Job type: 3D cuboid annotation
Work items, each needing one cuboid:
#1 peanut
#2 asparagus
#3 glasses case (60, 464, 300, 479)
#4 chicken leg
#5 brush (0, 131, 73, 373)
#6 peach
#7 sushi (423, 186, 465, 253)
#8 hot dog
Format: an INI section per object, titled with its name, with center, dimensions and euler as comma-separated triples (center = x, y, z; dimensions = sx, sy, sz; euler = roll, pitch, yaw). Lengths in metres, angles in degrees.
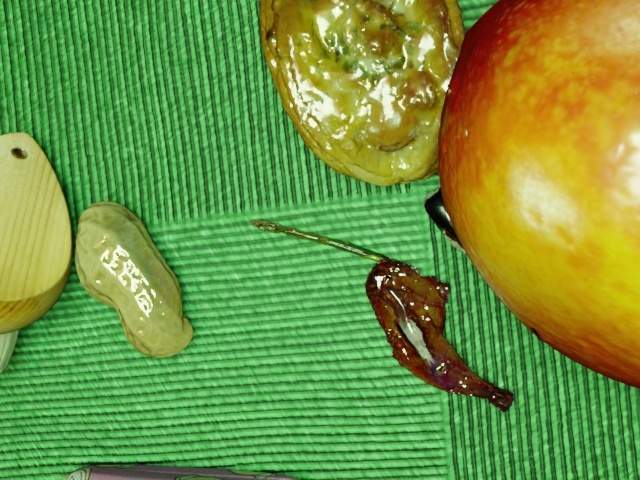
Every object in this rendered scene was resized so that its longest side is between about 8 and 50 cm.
[peanut]
center = -0.212, 0.044, 0.746
dimensions = 0.083, 0.093, 0.194
euler = -35, 81, 48
[asparagus]
center = 0.000, 0.000, 0.748
dimensions = 0.166, 0.013, 0.016
euler = 17, 83, 8
[glasses case]
center = -0.154, 0.322, 0.750
dimensions = 0.316, 0.076, 0.123
euler = 0, 91, 10
[chicken leg]
center = 0.121, 0.107, 0.715
dimensions = 0.093, 0.053, 0.205
euler = -29, 91, -5
[brush]
center = -0.376, 0.009, 0.741
dimensions = 0.174, 0.266, 0.166
euler = 24, 131, -27
[peach]
center = 0.275, -0.063, 0.528
dimensions = 0.388, 0.388, 0.388
euler = 0, 92, 10
[sushi]
center = 0.145, -0.022, 0.706
dimensions = 0.044, 0.046, 0.083
euler = -38, 85, 8
[hot dog]
center = 0.048, -0.189, 0.682
dimensions = 0.196, 0.122, 0.272
euler = -16, 87, 8
